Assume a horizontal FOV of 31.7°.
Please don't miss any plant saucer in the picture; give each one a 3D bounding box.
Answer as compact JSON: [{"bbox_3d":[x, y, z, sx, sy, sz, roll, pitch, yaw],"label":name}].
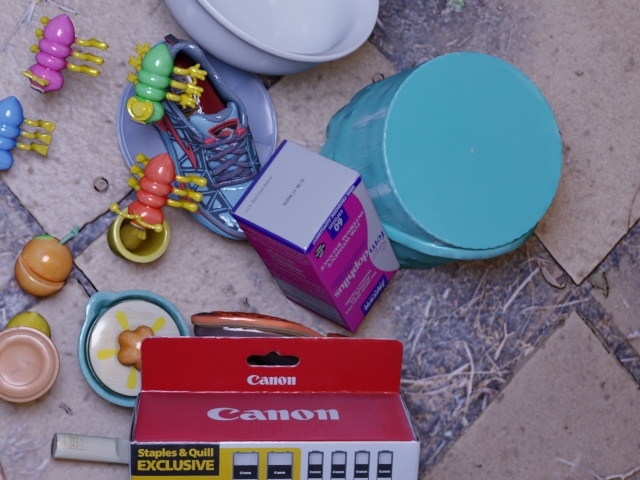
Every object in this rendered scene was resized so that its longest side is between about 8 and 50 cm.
[{"bbox_3d":[-0.328,0.135,1.233,0.083,0.013,0.083,1,86,-9],"label":"plant saucer"}]

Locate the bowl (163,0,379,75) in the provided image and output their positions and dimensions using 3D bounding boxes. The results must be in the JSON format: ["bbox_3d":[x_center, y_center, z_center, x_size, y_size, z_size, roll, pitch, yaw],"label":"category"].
[{"bbox_3d":[-0.087,-0.307,1.344,0.298,0.134,0.298,19,54,-28],"label":"bowl"}]

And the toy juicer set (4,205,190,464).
[{"bbox_3d":[-0.248,0.133,1.287,0.209,0.089,0.329,-12,91,-27],"label":"toy juicer set"}]

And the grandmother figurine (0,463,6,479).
[{"bbox_3d":[-0.432,0.149,1.218,0.208,0.104,0.342,-29,99,-50],"label":"grandmother figurine"}]

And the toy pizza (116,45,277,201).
[{"bbox_3d":[-0.152,-0.138,1.385,0.201,0.032,0.201,1,86,-20],"label":"toy pizza"}]

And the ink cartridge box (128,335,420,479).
[{"bbox_3d":[-0.054,0.253,1.251,0.309,0.130,0.272,0,108,-6],"label":"ink cartridge box"}]

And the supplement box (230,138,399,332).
[{"bbox_3d":[0.000,0.000,1.325,0.114,0.220,0.111,27,72,27],"label":"supplement box"}]

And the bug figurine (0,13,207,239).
[{"bbox_3d":[-0.256,-0.131,1.243,0.279,0.072,0.216,20,103,10],"label":"bug figurine"}]

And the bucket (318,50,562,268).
[{"bbox_3d":[0.154,-0.098,1.415,0.281,0.183,0.281,2,85,-19],"label":"bucket"}]

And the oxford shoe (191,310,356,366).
[{"bbox_3d":[-0.034,0.149,1.372,0.271,0.097,0.098,16,86,-19],"label":"oxford shoe"}]

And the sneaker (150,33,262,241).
[{"bbox_3d":[-0.129,-0.114,1.306,0.104,0.125,0.262,-32,97,-18],"label":"sneaker"}]
